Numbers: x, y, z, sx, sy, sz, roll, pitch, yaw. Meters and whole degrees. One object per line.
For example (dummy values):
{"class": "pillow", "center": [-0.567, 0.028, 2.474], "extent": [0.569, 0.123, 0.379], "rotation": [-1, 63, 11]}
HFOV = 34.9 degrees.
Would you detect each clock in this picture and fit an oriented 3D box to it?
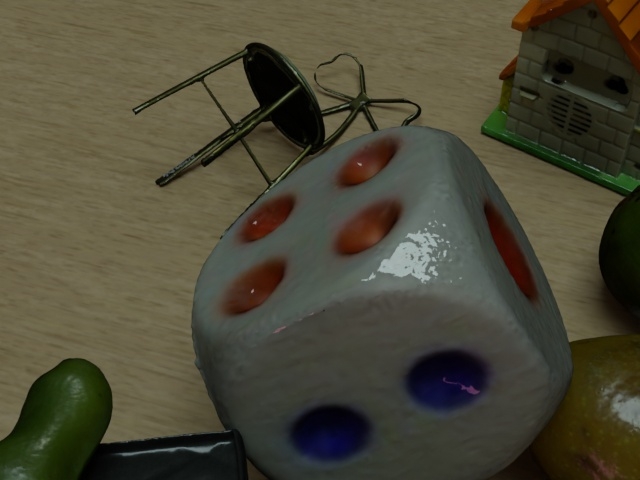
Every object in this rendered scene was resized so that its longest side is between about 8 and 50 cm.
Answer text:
{"class": "clock", "center": [0.320, -0.205, 1.171], "extent": [0.220, 0.255, 0.106], "rotation": [28, 54, 22]}

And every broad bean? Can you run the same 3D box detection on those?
{"class": "broad bean", "center": [-0.196, 0.189, 0.662], "extent": [0.098, 0.056, 0.318], "rotation": [0, 38, -2]}

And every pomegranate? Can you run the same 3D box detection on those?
{"class": "pomegranate", "center": [0.395, 0.031, 1.031], "extent": [0.181, 0.181, 0.224], "rotation": [-34, 78, -27]}

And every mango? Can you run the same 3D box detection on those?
{"class": "mango", "center": [0.345, 0.170, 0.902], "extent": [0.330, 0.175, 0.176], "rotation": [-1, 93, 1]}

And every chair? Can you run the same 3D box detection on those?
{"class": "chair", "center": [-0.044, -0.160, 1.205], "extent": [0.326, 0.170, 0.160], "rotation": [-37, 56, -21]}

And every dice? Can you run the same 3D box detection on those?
{"class": "dice", "center": [0.054, 0.063, 0.877], "extent": [0.251, 0.243, 0.259], "rotation": [-29, 29, 19]}

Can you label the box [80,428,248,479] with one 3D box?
{"class": "box", "center": [-0.205, 0.303, 0.722], "extent": [0.345, 0.204, 0.251], "rotation": [-5, 34, -6]}
